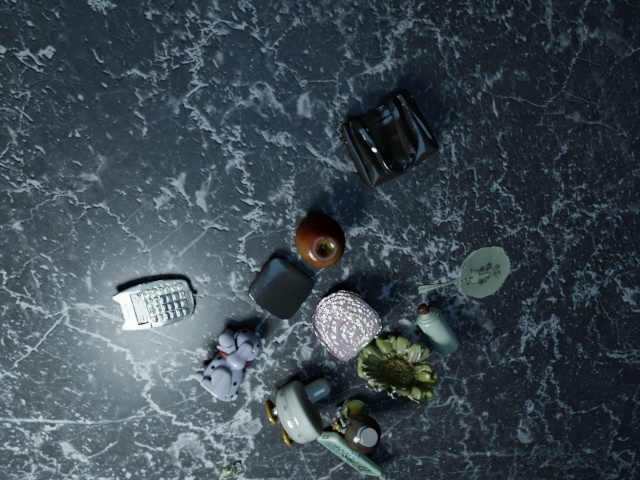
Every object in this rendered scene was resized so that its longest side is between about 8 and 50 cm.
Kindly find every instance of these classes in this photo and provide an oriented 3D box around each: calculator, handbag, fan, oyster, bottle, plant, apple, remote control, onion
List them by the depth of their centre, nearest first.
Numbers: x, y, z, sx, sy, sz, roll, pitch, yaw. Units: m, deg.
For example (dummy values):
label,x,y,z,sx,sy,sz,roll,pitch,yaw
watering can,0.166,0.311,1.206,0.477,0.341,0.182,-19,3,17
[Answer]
label,x,y,z,sx,sy,sz,roll,pitch,yaw
handbag,0.230,-0.345,1.456,0.285,0.113,0.257,-30,105,-1
apple,0.000,0.000,1.490,0.181,0.168,0.181,-2,104,-8
calculator,-0.571,0.221,1.505,0.268,0.040,0.177,-9,111,-10
onion,0.097,0.306,1.657,0.247,0.111,0.250,45,106,0
plant,0.277,0.533,1.694,0.261,0.306,0.297,-7,142,-39
bottle,0.467,0.351,1.749,0.104,0.104,0.245,-37,113,1
fan,0.595,0.158,1.758,0.415,0.012,0.233,-16,111,-8
oyster,-0.384,0.980,1.819,0.100,0.037,0.098,-16,132,-28
remote control,0.132,0.925,1.874,0.128,0.065,0.335,-22,121,42

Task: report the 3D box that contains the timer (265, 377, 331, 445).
label,x,y,z,sx,sy,sz,roll,pitch,yaw
timer,-0.060,0.652,1.668,0.240,0.233,0.233,-29,112,2

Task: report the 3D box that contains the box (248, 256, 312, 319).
label,x,y,z,sx,sy,sz,roll,pitch,yaw
box,-0.145,0.178,1.584,0.212,0.042,0.201,35,98,-22

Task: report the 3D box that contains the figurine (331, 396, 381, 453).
label,x,y,z,sx,sy,sz,roll,pitch,yaw
figurine,0.158,0.753,1.730,0.161,0.275,0.158,22,88,-22

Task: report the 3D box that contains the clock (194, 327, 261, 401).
label,x,y,z,sx,sy,sz,roll,pitch,yaw
clock,-0.319,0.432,1.578,0.189,0.189,0.254,35,86,-21
